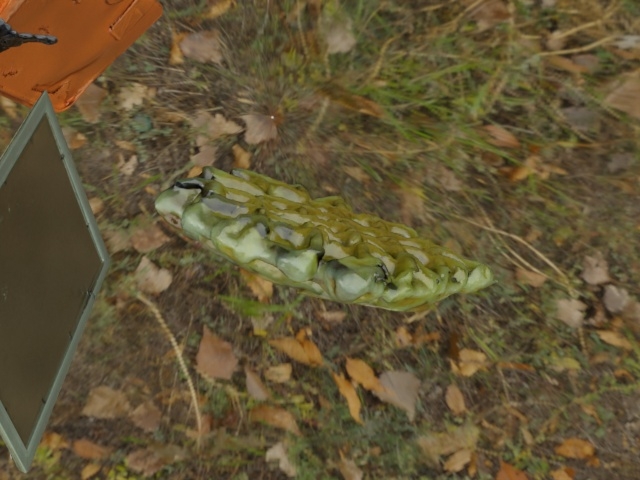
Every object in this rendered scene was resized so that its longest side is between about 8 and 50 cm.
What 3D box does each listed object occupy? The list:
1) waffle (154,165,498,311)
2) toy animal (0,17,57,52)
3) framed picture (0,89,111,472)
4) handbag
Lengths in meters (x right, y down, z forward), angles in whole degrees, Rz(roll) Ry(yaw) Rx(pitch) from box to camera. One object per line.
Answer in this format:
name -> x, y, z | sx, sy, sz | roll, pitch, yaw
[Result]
waffle -> -0.001, 0.002, 0.689 | 0.204, 0.223, 0.054 | 28, 105, 32
toy animal -> -0.439, -0.280, 1.084 | 0.197, 0.272, 0.160 | -1, 86, 24
framed picture -> -0.275, 0.031, 0.898 | 0.019, 0.296, 0.232 | -3, 128, 9
handbag -> -0.415, -0.356, 1.500 | 0.303, 0.410, 0.116 | -42, 85, 1
